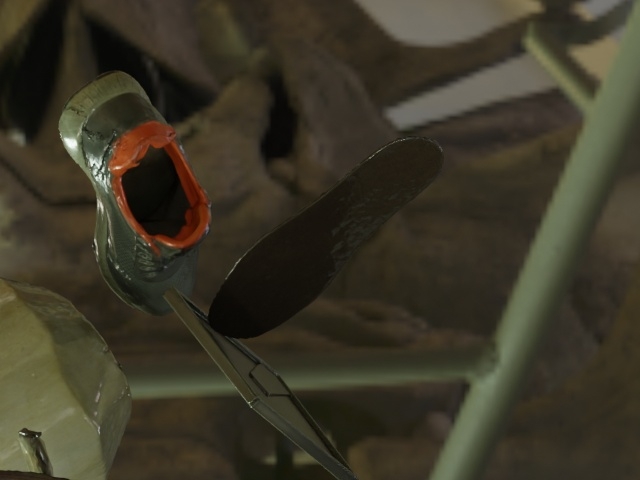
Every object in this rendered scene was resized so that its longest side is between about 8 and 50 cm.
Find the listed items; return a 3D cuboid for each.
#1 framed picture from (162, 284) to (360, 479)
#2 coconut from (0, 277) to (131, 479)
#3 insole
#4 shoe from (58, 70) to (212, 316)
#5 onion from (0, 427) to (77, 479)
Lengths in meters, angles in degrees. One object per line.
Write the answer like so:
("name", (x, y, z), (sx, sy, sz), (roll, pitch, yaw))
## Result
("framed picture", (-0.058, 0.156, 1.809), (0.023, 0.260, 0.189), (-42, -126, 0))
("coconut", (-0.389, 0.205, 1.990), (0.323, 0.323, 0.323), (0, -158, 0))
("insole", (0.000, 0.000, 1.730), (0.111, 0.328, 0.007), (26, -147, -37))
("shoe", (-0.174, -0.022, 1.893), (0.132, 0.336, 0.171), (-32, -134, -20))
("onion", (-0.228, 0.322, 1.289), (0.256, 0.230, 0.272), (18, -159, 27))
